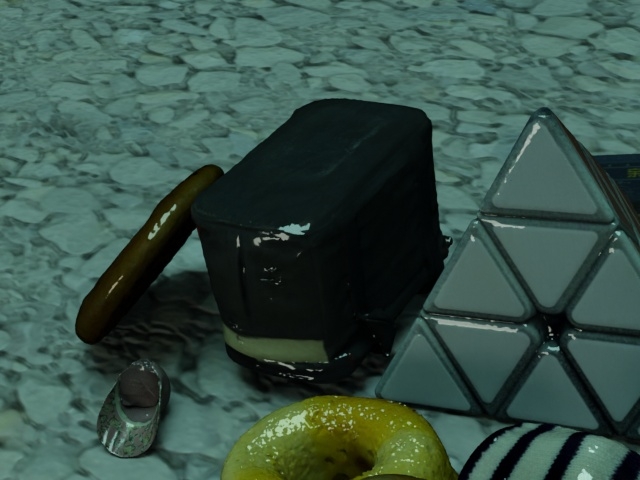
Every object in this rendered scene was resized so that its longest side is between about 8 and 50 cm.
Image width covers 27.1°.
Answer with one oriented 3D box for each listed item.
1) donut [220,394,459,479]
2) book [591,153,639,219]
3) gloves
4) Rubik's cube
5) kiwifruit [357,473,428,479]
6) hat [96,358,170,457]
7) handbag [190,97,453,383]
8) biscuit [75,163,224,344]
[{"bbox_3d":[0.013,0.181,1.003,0.190,0.074,0.174,12,39,32],"label":"donut"},{"bbox_3d":[0.280,-0.006,1.260,0.191,0.025,0.269,0,34,16],"label":"book"},{"bbox_3d":[0.194,0.206,0.871,0.140,0.131,0.219,-33,30,-28],"label":"gloves"},{"bbox_3d":[0.206,0.040,1.080,0.233,0.228,0.229,12,-8,-20],"label":"Rubik's cube"},{"bbox_3d":[0.045,0.256,0.755,0.196,0.196,0.234,27,92,43],"label":"kiwifruit"},{"bbox_3d":[-0.156,0.147,1.143,0.058,0.042,0.087,-2,67,18],"label":"hat"},{"bbox_3d":[0.000,0.000,1.186,0.181,0.181,0.254,9,35,29],"label":"handbag"},{"bbox_3d":[-0.158,0.012,1.220,0.036,0.212,0.212,38,44,0],"label":"biscuit"}]
